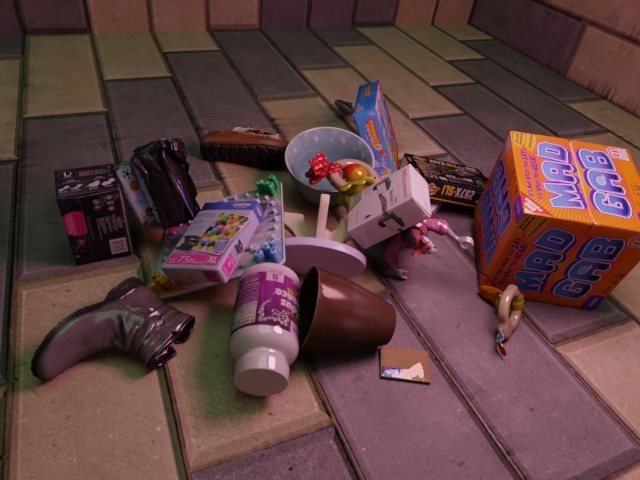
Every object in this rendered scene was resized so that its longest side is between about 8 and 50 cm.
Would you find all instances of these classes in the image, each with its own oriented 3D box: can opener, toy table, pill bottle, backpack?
[{"bbox_3d":[0.185,-0.565,2.256,0.281,0.074,0.093,31,29,22],"label":"can opener"},{"bbox_3d":[0.000,0.000,1.456,0.275,0.252,0.160,14,56,-10],"label":"toy table"},{"bbox_3d":[-0.134,0.214,1.204,0.170,0.169,0.301,4,45,-5],"label":"pill bottle"},{"bbox_3d":[-0.475,-0.176,1.470,0.213,0.276,0.263,-14,24,-2],"label":"backpack"}]

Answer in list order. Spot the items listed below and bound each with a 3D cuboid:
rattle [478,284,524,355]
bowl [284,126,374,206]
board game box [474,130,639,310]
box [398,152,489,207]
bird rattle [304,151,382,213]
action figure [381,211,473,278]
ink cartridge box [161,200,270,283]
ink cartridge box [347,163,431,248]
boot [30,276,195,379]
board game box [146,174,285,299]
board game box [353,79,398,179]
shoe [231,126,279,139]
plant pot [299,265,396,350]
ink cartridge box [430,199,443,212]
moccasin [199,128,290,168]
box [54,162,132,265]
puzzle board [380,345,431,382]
[{"bbox_3d":[0.486,0.216,1.389,0.143,0.130,0.199,18,67,28],"label":"rattle"},{"bbox_3d":[0.027,-0.240,1.751,0.312,0.163,0.311,3,54,-3],"label":"bowl"},{"bbox_3d":[0.702,-0.058,1.482,0.357,0.356,0.356,10,49,2],"label":"board game box"},{"bbox_3d":[0.479,-0.220,1.827,0.322,0.079,0.257,10,26,-12],"label":"box"},{"bbox_3d":[0.082,-0.197,1.583,0.207,0.143,0.253,-23,47,-33],"label":"bird rattle"},{"bbox_3d":[0.275,-0.049,1.481,0.248,0.275,0.370,-32,9,8],"label":"action figure"},{"bbox_3d":[-0.279,-0.019,1.344,0.186,0.065,0.311,1,43,25],"label":"ink cartridge box"},{"bbox_3d":[0.191,-0.097,1.391,0.092,0.220,0.160,43,34,-30],"label":"ink cartridge box"},{"bbox_3d":[-0.480,0.242,1.173,0.223,0.118,0.338,32,52,15],"label":"boot"},{"bbox_3d":[-0.300,-0.024,1.444,0.390,0.050,0.389,-16,40,8],"label":"board game box"},{"bbox_3d":[0.222,-0.419,1.899,0.086,0.301,0.308,-12,33,18],"label":"board game box"},{"bbox_3d":[-0.271,-0.444,2.052,0.219,0.058,0.076,17,41,11],"label":"shoe"},{"bbox_3d":[0.068,0.196,1.261,0.231,0.215,0.215,15,38,-13],"label":"plant pot"},{"bbox_3d":[0.322,-0.132,1.791,0.189,0.066,0.232,29,53,23],"label":"ink cartridge box"},{"bbox_3d":[-0.272,-0.365,1.913,0.381,0.139,0.146,4,48,9],"label":"moccasin"},{"bbox_3d":[-0.647,-0.076,1.408,0.164,0.247,0.142,-13,45,-22],"label":"box"},{"bbox_3d":[0.218,0.319,1.265,0.128,0.011,0.096,7,41,0],"label":"puzzle board"}]
